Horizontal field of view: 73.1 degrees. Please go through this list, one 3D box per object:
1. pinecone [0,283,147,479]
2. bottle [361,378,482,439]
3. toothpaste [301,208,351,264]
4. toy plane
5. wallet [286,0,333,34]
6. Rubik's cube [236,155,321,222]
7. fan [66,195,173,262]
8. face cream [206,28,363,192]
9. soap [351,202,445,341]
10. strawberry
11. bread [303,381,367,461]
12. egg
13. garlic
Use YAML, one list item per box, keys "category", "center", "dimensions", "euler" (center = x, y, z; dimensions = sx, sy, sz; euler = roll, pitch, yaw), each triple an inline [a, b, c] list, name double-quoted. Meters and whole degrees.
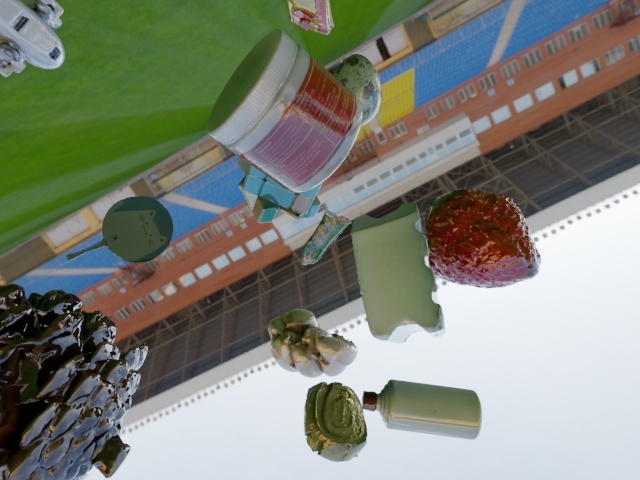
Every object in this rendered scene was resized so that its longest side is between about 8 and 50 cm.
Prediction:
- category: "pinecone"
  center: [-0.307, 0.147, 0.430]
  dimensions: [0.224, 0.272, 0.224]
  euler: [-59, 170, -18]
- category: "bottle"
  center: [0.211, 0.360, 0.932]
  dimensions: [0.245, 0.104, 0.104]
  euler: [6, -158, 3]
- category: "toothpaste"
  center: [0.000, 0.000, 1.196]
  dimensions: [0.248, 0.078, 0.047]
  euler: [-53, -167, 48]
- category: "toy plane"
  center: [-0.705, -0.494, 0.981]
  dimensions: [0.117, 0.244, 0.245]
  euler: [12, -139, 38]
- category: "wallet"
  center: [-0.037, -0.664, 1.187]
  dimensions: [0.067, 0.141, 0.241]
  euler: [-62, 171, -4]
- category: "Rubik's cube"
  center: [-0.112, -0.162, 1.142]
  dimensions: [0.224, 0.265, 0.213]
  euler: [-75, -168, -44]
- category: "fan"
  center: [-0.333, -0.006, 0.716]
  dimensions: [0.175, 0.113, 0.005]
  euler: [-24, 179, -11]
- category: "face cream"
  center: [-0.058, -0.208, 0.726]
  dimensions: [0.201, 0.187, 0.201]
  euler: [-36, -143, 33]
- category: "soap"
  center: [0.155, 0.080, 0.802]
  dimensions: [0.115, 0.208, 0.347]
  euler: [-12, 163, 13]
- category: "strawberry"
  center: [0.381, 0.009, 1.018]
  dimensions: [0.257, 0.257, 0.277]
  euler: [-35, -145, -16]
- category: "bread"
  center: [0.027, 0.341, 0.829]
  dimensions: [0.064, 0.117, 0.156]
  euler: [-57, -165, 26]
- category: "egg"
  center: [0.086, -0.368, 1.069]
  dimensions: [0.132, 0.172, 0.132]
  euler: [0, -157, 0]
- category: "garlic"
  center: [-0.046, 0.315, 1.281]
  dimensions: [0.281, 0.203, 0.184]
  euler: [33, -92, 29]
